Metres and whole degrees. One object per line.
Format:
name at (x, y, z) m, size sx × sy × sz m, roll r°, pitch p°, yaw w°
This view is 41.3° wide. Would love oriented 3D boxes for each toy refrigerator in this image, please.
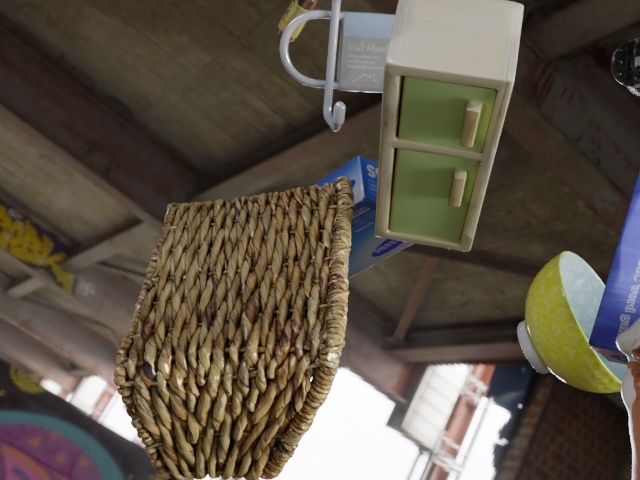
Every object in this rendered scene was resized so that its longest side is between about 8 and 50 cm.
toy refrigerator at (0.109, -0.093, 0.778) m, size 0.102 × 0.094 × 0.269 m, roll 10°, pitch -29°, yaw 7°

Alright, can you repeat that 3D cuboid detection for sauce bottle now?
sauce bottle at (-0.031, -0.407, 1.473) m, size 0.042 × 0.042 × 0.128 m, roll 32°, pitch -62°, yaw -7°

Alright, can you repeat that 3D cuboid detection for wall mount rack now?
wall mount rack at (0.126, -0.306, 1.199) m, size 0.350 × 0.304 × 0.130 m, roll 1°, pitch 20°, yaw -11°

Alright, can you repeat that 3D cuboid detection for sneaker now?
sneaker at (0.490, -0.214, 1.063) m, size 0.234 × 0.078 × 0.106 m, roll 2°, pitch -8°, yaw 23°

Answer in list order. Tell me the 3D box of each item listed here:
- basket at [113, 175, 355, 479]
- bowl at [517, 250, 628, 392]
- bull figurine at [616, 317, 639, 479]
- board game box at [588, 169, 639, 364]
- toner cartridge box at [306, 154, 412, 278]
basket at (-0.058, 0.103, 0.909) m, size 0.223 × 0.299 × 0.213 m, roll -8°, pitch -54°, yaw 8°
bowl at (0.486, 0.182, 1.679) m, size 0.156 × 0.289 × 0.289 m, roll -31°, pitch -59°, yaw 31°
bull figurine at (0.359, 0.204, 0.772) m, size 0.188 × 0.310 × 0.101 m, roll 4°, pitch -27°, yaw 21°
board game box at (0.476, 0.000, 0.879) m, size 0.318 × 0.318 × 0.066 m, roll 8°, pitch -17°, yaw 45°
toner cartridge box at (0.000, 0.000, 1.315) m, size 0.165 × 0.075 × 0.348 m, roll 17°, pitch -35°, yaw -39°
